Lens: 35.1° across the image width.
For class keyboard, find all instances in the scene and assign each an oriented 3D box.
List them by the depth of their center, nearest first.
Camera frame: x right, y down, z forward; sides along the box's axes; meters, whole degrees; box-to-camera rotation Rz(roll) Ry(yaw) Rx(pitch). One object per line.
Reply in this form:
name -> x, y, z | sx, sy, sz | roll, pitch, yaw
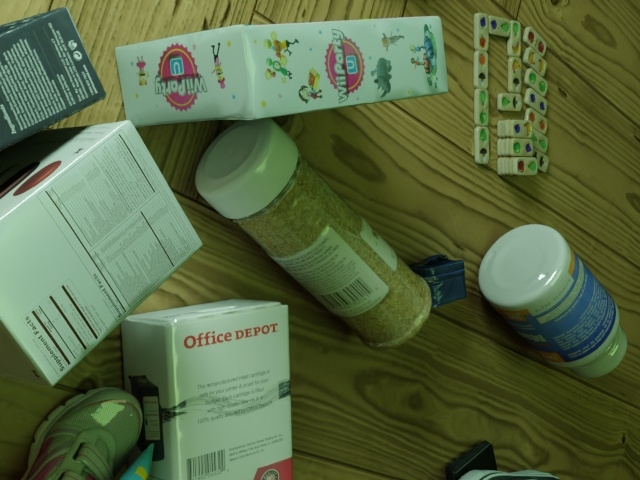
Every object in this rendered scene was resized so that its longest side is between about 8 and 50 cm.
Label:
keyboard -> 0.231, 0.489, 1.560 | 0.201, 0.033, 0.317 | -24, 107, -47

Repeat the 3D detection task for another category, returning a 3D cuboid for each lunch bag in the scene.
lunch bag -> 0.166, 0.055, 1.456 | 0.098, 0.067, 0.065 | -13, 101, -44

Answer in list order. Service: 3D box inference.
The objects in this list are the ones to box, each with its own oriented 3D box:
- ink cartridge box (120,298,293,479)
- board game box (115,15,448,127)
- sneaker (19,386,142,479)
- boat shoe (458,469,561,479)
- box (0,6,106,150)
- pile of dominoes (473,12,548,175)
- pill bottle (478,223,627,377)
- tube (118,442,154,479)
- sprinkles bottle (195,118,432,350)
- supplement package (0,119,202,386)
ink cartridge box -> -0.126, 0.193, 1.155 | 0.172, 0.100, 0.237 | -7, 97, -44
board game box -> -0.038, -0.192, 1.143 | 0.303, 0.224, 0.098 | -17, 104, -43
sneaker -> -0.255, 0.260, 1.024 | 0.103, 0.111, 0.252 | 53, 57, -31
boat shoe -> 0.306, 0.405, 1.532 | 0.335, 0.119, 0.121 | -1, 90, -49
box -> -0.312, -0.136, 0.925 | 0.158, 0.156, 0.093 | -37, 115, -37
pile of dominoes -> 0.319, -0.229, 1.616 | 0.196, 0.040, 0.251 | -4, 94, -44
pill bottle -> 0.379, 0.108, 1.607 | 0.272, 0.152, 0.152 | 44, 62, -36
tube -> -0.197, 0.272, 0.989 | 0.207, 0.052, 0.080 | -64, 171, -79
sprinkles bottle -> 0.000, 0.000, 1.258 | 0.355, 0.121, 0.121 | 45, 62, -36
supplement package -> -0.265, 0.006, 0.949 | 0.203, 0.194, 0.149 | -46, 120, -34
